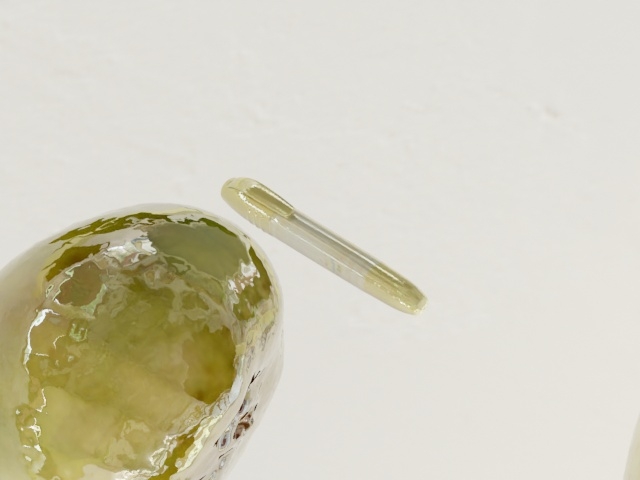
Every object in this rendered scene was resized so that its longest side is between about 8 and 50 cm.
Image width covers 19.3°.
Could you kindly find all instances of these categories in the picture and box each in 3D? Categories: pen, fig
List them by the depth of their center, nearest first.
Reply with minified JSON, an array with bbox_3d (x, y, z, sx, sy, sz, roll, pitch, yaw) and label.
[{"bbox_3d":[-0.077,0.053,0.711,0.153,0.136,0.120,-38,-94,17],"label":"fig"},{"bbox_3d":[0.000,0.000,1.545,0.032,0.233,0.040,-40,-40,-25],"label":"pen"}]

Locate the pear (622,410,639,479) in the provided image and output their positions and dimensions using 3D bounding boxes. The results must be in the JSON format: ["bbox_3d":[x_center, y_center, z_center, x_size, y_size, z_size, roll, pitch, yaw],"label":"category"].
[{"bbox_3d":[0.246,0.108,0.572,0.309,0.309,0.309,3,-96,-28],"label":"pear"}]
